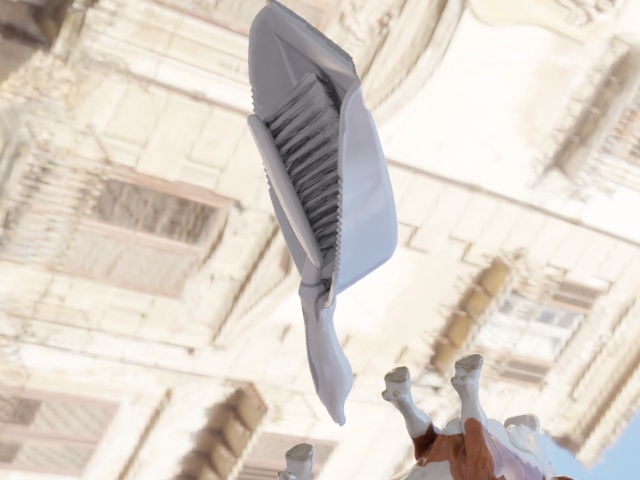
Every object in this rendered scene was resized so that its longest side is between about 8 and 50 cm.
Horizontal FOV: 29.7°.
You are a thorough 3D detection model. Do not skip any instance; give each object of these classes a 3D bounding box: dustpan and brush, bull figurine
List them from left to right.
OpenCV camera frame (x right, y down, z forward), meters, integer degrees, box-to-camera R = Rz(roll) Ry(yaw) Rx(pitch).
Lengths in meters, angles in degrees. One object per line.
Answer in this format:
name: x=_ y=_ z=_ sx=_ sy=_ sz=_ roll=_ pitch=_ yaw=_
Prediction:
dustpan and brush: x=0.000 y=0.000 z=0.594 sx=0.147 sy=0.060 sz=0.211 roll=51 pitch=-17 yaw=61
bull figurine: x=0.082 y=0.202 z=0.932 sx=0.101 sy=0.310 sz=0.188 roll=2 pitch=-58 yaw=50
